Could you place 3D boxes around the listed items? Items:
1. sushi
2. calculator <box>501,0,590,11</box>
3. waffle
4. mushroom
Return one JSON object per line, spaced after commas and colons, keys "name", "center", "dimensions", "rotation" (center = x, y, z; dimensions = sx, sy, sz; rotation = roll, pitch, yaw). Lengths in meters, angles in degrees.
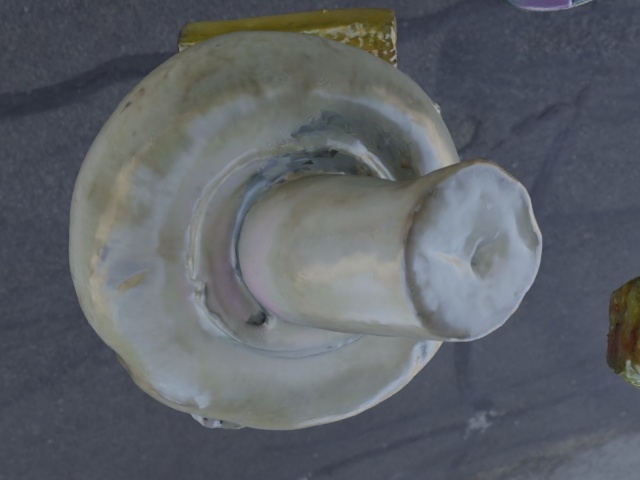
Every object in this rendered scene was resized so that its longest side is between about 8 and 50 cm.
{"name": "sushi", "center": [0.427, 0.106, 1.047], "dimensions": [0.184, 0.139, 0.274], "rotation": [6, 179, 9]}
{"name": "calculator", "center": [0.152, -0.287, 0.659], "dimensions": [0.141, 0.045, 0.246], "rotation": [-29, 106, 2]}
{"name": "waffle", "center": [-0.021, -0.139, 0.991], "dimensions": [0.221, 0.055, 0.247], "rotation": [-2, 141, 7]}
{"name": "mushroom", "center": [-0.005, -0.018, 0.691], "dimensions": [0.356, 0.315, 0.315], "rotation": [-26, 148, 28]}
